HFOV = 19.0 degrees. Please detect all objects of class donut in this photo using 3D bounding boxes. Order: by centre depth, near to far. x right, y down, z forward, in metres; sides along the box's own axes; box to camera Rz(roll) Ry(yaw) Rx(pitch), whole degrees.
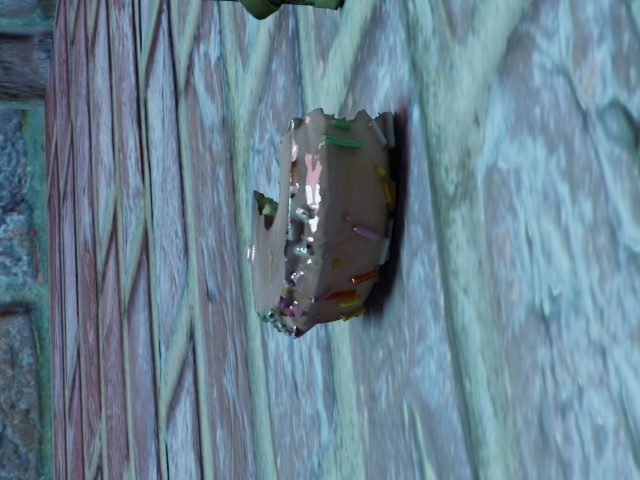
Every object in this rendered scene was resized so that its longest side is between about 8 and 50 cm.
[{"bbox_3d":[0.000,0.000,1.078,0.166,0.065,0.117,122,149,-69],"label":"donut"}]

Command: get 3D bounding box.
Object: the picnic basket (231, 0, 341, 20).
[{"bbox_3d":[-0.050,-0.279,1.162,0.165,0.139,0.266,-106,21,-53],"label":"picnic basket"}]
